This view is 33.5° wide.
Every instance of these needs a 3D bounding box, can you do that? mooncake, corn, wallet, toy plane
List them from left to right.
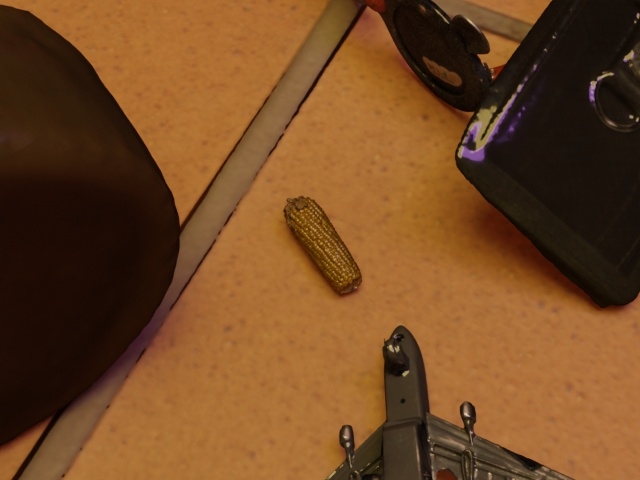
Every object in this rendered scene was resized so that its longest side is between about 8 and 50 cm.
[{"bbox_3d":[-0.232,0.001,0.600,0.284,0.284,0.155,-30,58,-13],"label":"mooncake"},{"bbox_3d":[0.000,0.000,0.726,0.027,0.028,0.083,-38,64,7],"label":"corn"},{"bbox_3d":[0.055,0.145,0.626,0.226,0.058,0.226,-13,60,14],"label":"toy plane"},{"bbox_3d":[0.205,-0.092,0.715,0.168,0.052,0.245,41,70,-15],"label":"wallet"}]

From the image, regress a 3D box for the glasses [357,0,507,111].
[{"bbox_3d":[0.144,-0.238,0.801,0.268,0.118,0.234,-29,62,-12],"label":"glasses"}]
